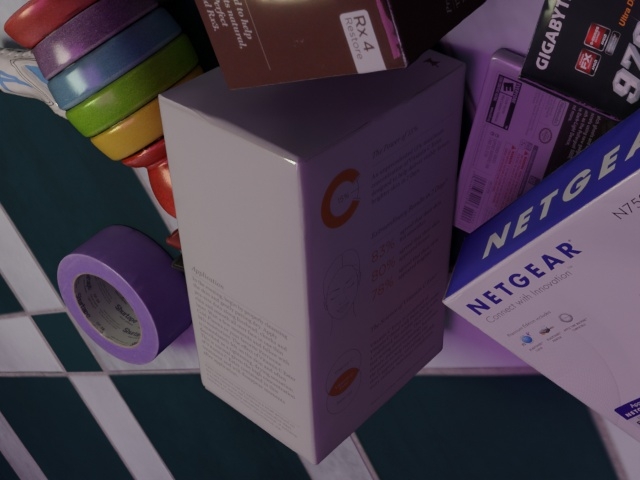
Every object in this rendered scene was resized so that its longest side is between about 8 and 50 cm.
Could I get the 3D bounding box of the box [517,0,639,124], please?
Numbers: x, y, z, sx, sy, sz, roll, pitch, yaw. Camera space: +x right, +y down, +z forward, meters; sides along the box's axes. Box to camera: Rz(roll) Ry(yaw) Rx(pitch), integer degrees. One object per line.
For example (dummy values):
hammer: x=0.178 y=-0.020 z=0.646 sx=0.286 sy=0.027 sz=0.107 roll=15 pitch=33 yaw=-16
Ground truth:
box: x=0.255 y=-0.181 z=0.613 sx=0.175 sy=0.051 sz=0.220 roll=29 pitch=135 yaw=19

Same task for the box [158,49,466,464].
box: x=0.000 y=0.000 z=0.831 sx=0.168 sy=0.215 sz=0.345 roll=28 pitch=136 yaw=33

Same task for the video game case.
video game case: x=0.210 y=-0.055 z=0.776 sx=0.173 sy=0.022 sz=0.190 roll=28 pitch=135 yaw=20

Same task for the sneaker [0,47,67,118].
sneaker: x=-0.342 y=-0.210 z=1.075 sx=0.237 sy=0.085 sz=0.086 roll=22 pitch=107 yaw=30

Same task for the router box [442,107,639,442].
router box: x=0.312 y=0.036 z=0.660 sx=0.301 sy=0.082 sz=0.335 roll=34 pitch=140 yaw=-10

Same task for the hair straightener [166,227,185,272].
hair straightener: x=-0.092 y=0.055 z=1.103 sx=0.230 sy=0.047 sz=0.089 roll=18 pitch=132 yaw=23

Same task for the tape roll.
tape roll: x=-0.276 y=0.078 z=1.238 sx=0.189 sy=0.080 sz=0.189 roll=23 pitch=134 yaw=26

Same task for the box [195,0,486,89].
box: x=0.021 y=-0.234 z=0.652 sx=0.167 sy=0.203 sz=0.169 roll=2 pitch=122 yaw=39

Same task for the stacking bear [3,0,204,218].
stacking bear: x=-0.181 y=-0.148 z=0.931 sx=0.175 sy=0.164 sz=0.289 roll=-16 pitch=115 yaw=45
